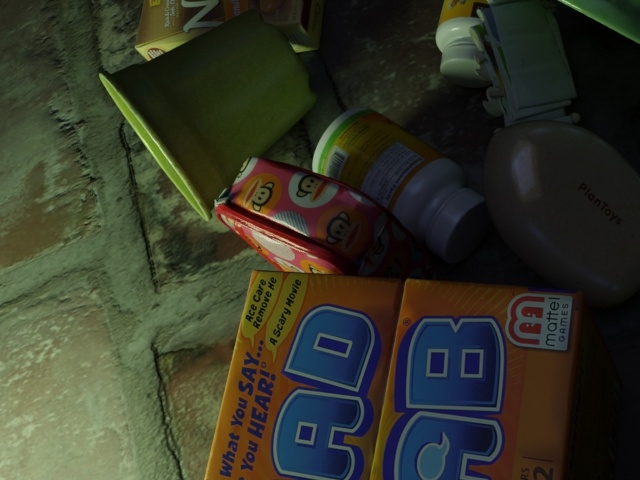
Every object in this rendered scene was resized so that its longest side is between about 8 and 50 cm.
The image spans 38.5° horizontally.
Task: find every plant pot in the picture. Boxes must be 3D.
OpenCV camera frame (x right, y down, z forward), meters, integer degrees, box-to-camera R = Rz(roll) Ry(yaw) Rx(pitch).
[{"bbox_3d":[-0.156,-0.214,1.415,0.254,0.276,0.276,-37,58,-8],"label":"plant pot"}]

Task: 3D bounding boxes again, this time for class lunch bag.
[{"bbox_3d":[0.000,0.000,1.216,0.258,0.293,0.120,24,78,34],"label":"lunch bag"}]

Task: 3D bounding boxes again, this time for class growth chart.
[{"bbox_3d":[0.281,-0.256,1.276,0.172,0.021,0.237,-5,79,-24],"label":"growth chart"}]

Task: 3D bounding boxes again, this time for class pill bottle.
[{"bbox_3d":[0.117,-0.075,1.286,0.246,0.136,0.136,38,87,31],"label":"pill bottle"},{"bbox_3d":[0.239,-0.339,1.356,0.117,0.117,0.214,6,71,26],"label":"pill bottle"}]

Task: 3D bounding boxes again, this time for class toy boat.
[{"bbox_3d":[0.265,0.003,1.154,0.318,0.148,0.267,-42,90,-13],"label":"toy boat"}]

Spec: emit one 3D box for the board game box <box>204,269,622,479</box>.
[{"bbox_3d":[0.117,0.264,1.012,0.357,0.356,0.356,3,70,25],"label":"board game box"}]

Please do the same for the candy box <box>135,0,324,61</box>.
[{"bbox_3d":[-0.151,-0.405,1.574,0.317,0.087,0.182,-3,67,22],"label":"candy box"}]

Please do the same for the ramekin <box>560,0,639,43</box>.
[{"bbox_3d":[0.395,-0.340,1.157,0.303,0.303,0.148,41,113,32],"label":"ramekin"}]
